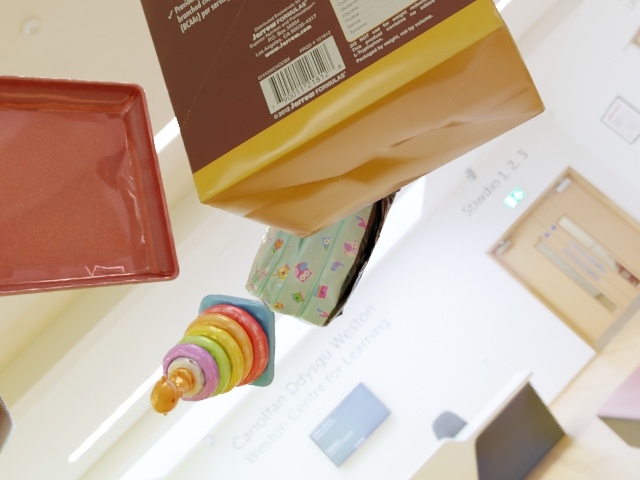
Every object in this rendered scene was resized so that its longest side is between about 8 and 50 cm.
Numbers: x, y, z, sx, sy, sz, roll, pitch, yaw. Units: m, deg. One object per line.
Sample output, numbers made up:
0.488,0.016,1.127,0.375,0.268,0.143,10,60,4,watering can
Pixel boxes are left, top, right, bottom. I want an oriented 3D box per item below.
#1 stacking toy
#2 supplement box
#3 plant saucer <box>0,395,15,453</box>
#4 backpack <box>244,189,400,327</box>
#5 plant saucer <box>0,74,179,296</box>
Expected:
-0.206,0.219,1.135,0.302,0.165,0.175,-34,-52,-66,stacking toy
0.006,-0.136,0.425,0.191,0.194,0.129,-27,-20,21,supplement box
-0.355,0.138,0.670,0.029,0.168,0.168,-28,-22,-27,plant saucer
0.000,0.000,0.690,0.152,0.115,0.182,110,-177,-67,backpack
-0.305,-0.059,0.716,0.259,0.259,0.047,-4,-22,-31,plant saucer
